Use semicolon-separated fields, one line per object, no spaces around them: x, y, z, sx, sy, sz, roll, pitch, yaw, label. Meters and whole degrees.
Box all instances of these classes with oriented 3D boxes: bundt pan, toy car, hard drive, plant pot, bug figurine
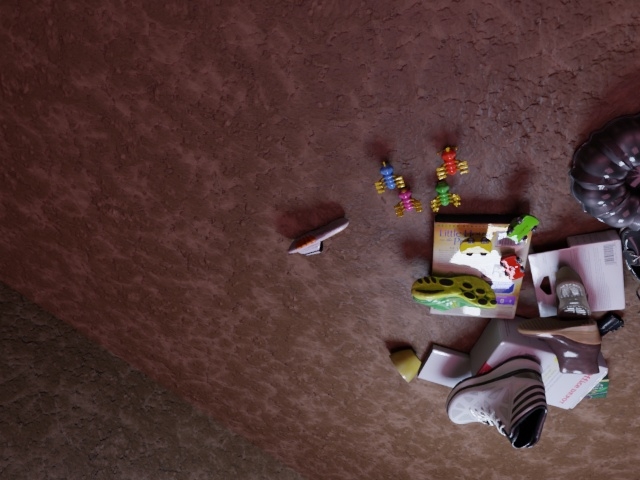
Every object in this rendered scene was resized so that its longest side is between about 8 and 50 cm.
0.861;-0.171;1.113;0.330;0.124;0.331;10;117;20;bundt pan
0.591;-0.002;1.307;0.238;0.053;0.225;27;126;-7;toy car
0.600;0.565;1.791;0.307;0.040;0.203;16;127;3;hard drive
0.373;0.522;1.776;0.095;0.134;0.134;-37;112;4;plant pot
0.320;-0.182;1.313;0.278;0.072;0.216;-11;128;15;bug figurine

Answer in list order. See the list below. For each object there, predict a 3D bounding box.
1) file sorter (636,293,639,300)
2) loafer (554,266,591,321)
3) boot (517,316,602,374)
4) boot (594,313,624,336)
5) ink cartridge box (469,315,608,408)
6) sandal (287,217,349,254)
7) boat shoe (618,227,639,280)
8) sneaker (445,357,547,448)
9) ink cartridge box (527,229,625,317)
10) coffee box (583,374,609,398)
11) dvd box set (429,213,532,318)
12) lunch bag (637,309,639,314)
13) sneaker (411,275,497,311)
1.161;0.206;1.361;0.170;0.105;0.118;-33;111;30;file sorter
0.824;0.180;1.356;0.101;0.092;0.269;-2;141;29;loafer
0.808;0.367;1.404;0.248;0.090;0.207;-5;111;21;boot
1.019;0.298;1.498;0.121;0.045;0.099;25;129;-13;boot
0.814;0.462;1.591;0.384;0.160;0.279;15;128;3;ink cartridge box
-0.001;0.005;1.505;0.265;0.102;0.076;-23;114;25;sandal
0.990;0.039;1.286;0.084;0.079;0.233;-18;126;30;boat shoe
0.619;0.629;1.502;0.169;0.258;0.448;30;129;-8;sneaker
0.859;0.121;1.399;0.261;0.066;0.296;-12;121;25;ink cartridge box
1.079;0.579;1.657;0.113;0.041;0.184;-11;136;20;coffee box
0.547;0.099;1.463;0.307;0.062;0.421;1;125;14;dvd box set
1.127;0.163;1.188;0.287;0.168;0.236;24;101;40;lunch bag
0.466;0.188;1.461;0.295;0.110;0.124;6;152;6;sneaker
